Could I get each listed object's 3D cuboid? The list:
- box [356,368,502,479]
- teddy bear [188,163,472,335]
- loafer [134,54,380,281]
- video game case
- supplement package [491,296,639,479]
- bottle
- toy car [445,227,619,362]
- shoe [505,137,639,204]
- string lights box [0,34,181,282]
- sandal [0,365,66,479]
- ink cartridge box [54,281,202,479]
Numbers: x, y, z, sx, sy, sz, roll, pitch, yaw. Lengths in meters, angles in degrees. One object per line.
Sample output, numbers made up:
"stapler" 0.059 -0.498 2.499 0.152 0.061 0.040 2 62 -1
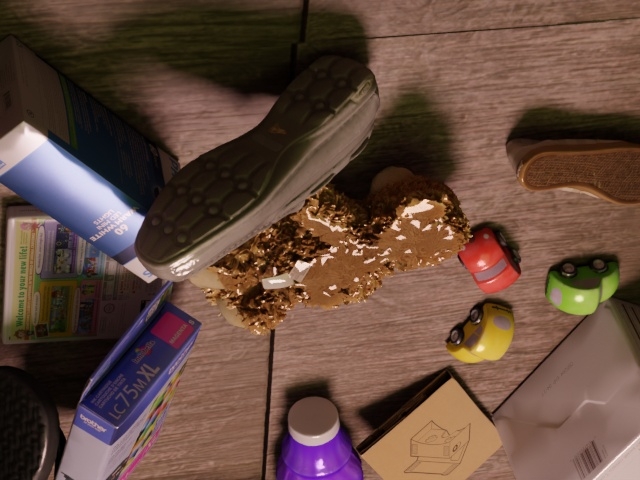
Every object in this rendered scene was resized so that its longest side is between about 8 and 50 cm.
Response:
"box" 0.155 0.280 2.117 0.164 0.021 0.201 -41 135 -1
"teddy bear" 0.000 0.000 1.760 0.338 0.113 0.245 -33 131 27
"loafer" -0.054 -0.059 1.576 0.319 0.112 0.111 -40 143 -21
"video game case" -0.263 0.038 1.762 0.193 0.023 0.212 -2 137 -16
"supplement package" 0.386 0.244 2.053 0.145 0.204 0.262 15 128 -31
"bottle" -0.001 0.321 2.092 0.118 0.092 0.283 -16 138 -9
"toy car" 0.276 0.071 1.946 0.225 0.053 0.239 -8 137 -9
"shoe" 0.312 -0.089 1.796 0.219 0.058 0.077 5 114 -27
"string lights box" -0.240 -0.078 1.563 0.076 0.133 0.259 -34 135 18
"sandal" -0.396 0.290 1.914 0.107 0.167 0.446 -17 153 -39
"ink cartridge box" -0.228 0.199 1.804 0.065 0.186 0.311 30 138 8
